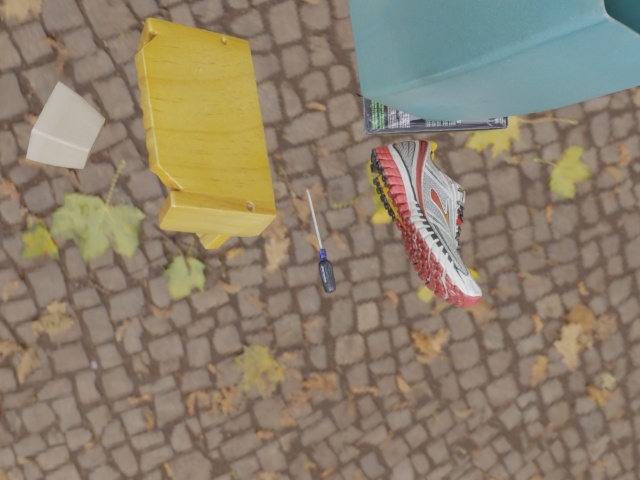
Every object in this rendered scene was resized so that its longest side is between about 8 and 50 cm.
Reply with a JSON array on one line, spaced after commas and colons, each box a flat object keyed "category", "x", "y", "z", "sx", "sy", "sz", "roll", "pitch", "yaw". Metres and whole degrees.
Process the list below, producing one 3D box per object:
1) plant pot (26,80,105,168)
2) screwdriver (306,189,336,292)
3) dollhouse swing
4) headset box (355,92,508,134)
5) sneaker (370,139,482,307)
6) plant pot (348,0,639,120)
[{"category": "plant pot", "x": -0.426, "y": -0.184, "z": 1.714, "sx": 0.096, "sy": 0.109, "sz": 0.109, "roll": 24, "pitch": 62, "yaw": -10}, {"category": "screwdriver", "x": 0.000, "y": 0.000, "z": 1.608, "sx": 0.024, "sy": 0.025, "sz": 0.169, "roll": -9, "pitch": 87, "yaw": -33}, {"category": "dollhouse swing", "x": -0.262, "y": -0.165, "z": 1.866, "sx": 0.315, "sy": 0.305, "sz": 0.346, "roll": 4, "pitch": 70, "yaw": -43}, {"category": "headset box", "x": 0.209, "y": -0.269, "z": 1.940, "sx": 0.283, "sy": 0.246, "sz": 0.131, "roll": -2, "pitch": 95, "yaw": 8}, {"category": "sneaker", "x": 0.139, "y": -0.027, "z": 1.195, "sx": 0.093, "sy": 0.088, "sz": 0.225, "roll": -19, "pitch": 70, "yaw": -9}, {"category": "plant pot", "x": 0.147, "y": -0.195, "z": 0.839, "sx": 0.165, "sy": 0.234, "sz": 0.165, "roll": 10, "pitch": 68, "yaw": -50}]
